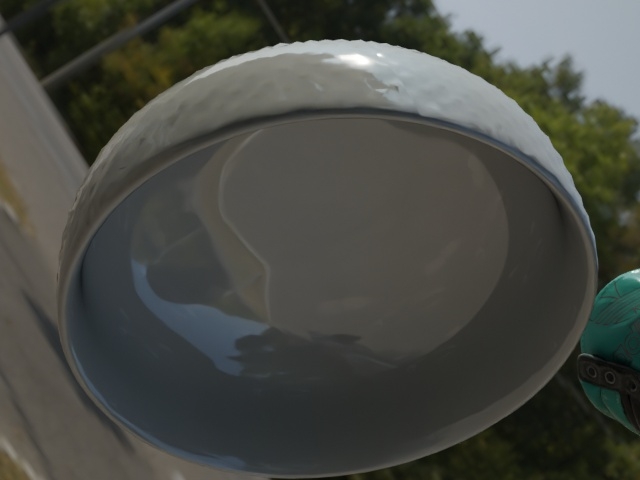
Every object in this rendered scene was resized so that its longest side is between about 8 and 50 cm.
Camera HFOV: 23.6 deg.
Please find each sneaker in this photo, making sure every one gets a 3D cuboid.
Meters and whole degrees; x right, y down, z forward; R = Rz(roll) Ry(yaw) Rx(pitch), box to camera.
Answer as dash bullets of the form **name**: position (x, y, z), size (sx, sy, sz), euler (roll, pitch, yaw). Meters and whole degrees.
- **sneaker**: position (0.251, 0.068, 1.024), size (0.178, 0.124, 0.295), euler (46, -16, 39)

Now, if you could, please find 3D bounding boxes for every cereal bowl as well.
- **cereal bowl**: position (0.000, 0.000, 0.985), size (0.339, 0.339, 0.141), euler (62, 14, -45)
